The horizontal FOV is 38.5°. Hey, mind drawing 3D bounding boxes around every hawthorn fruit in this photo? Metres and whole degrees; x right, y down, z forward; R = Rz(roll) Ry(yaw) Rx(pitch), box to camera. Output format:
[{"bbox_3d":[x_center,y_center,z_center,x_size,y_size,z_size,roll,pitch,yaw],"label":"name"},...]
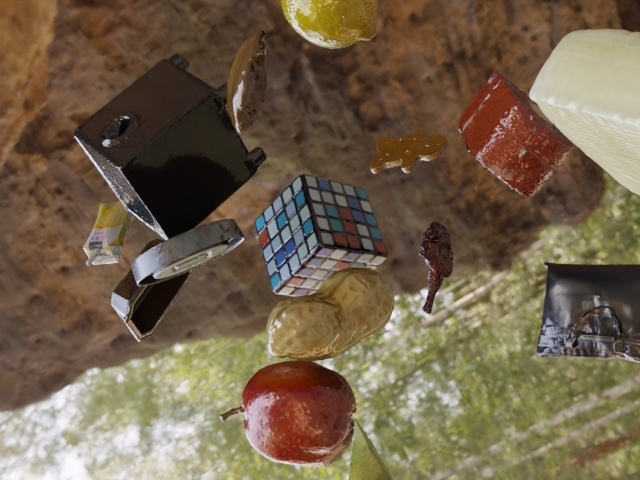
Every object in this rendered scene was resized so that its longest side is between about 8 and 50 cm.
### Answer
[{"bbox_3d":[-0.061,0.317,1.696,0.205,0.253,0.205,5,-90,-88],"label":"hawthorn fruit"}]

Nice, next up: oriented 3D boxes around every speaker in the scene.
[{"bbox_3d":[-0.272,-0.173,1.688,0.184,0.254,0.232,35,161,38],"label":"speaker"}]

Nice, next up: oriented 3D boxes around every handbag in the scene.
[{"bbox_3d":[0.566,0.145,1.850,0.088,0.254,0.211,30,-116,-55],"label":"handbag"}]

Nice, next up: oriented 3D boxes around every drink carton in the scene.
[{"bbox_3d":[-0.485,0.001,2.082,0.074,0.084,0.200,73,-161,-45],"label":"drink carton"}]

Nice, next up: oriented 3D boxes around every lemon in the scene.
[{"bbox_3d":[0.021,-0.439,1.683,0.206,0.173,0.173,44,-158,0],"label":"lemon"}]

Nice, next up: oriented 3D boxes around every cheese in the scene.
[{"bbox_3d":[0.400,-0.122,1.019,0.242,0.124,0.265,39,179,-28],"label":"cheese"}]

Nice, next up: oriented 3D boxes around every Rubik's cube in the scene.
[{"bbox_3d":[0.000,0.000,1.885,0.182,0.184,0.187,12,-131,-37],"label":"Rubik's cube"}]

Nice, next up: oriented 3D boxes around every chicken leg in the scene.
[{"bbox_3d":[0.257,0.059,2.064,0.093,0.053,0.205,-19,-74,-40],"label":"chicken leg"}]

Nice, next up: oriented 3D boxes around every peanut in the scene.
[{"bbox_3d":[0.019,0.133,1.643,0.305,0.147,0.147,-27,-97,-40],"label":"peanut"}]

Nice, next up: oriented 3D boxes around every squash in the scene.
[{"bbox_3d":[0.104,0.623,2.380,0.204,0.155,0.237,59,-179,43],"label":"squash"}]

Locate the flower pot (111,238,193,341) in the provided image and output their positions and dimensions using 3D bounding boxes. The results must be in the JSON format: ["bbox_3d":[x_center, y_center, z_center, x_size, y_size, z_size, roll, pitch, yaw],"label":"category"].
[{"bbox_3d":[-0.410,0.103,2.203,0.084,0.251,0.179,25,157,19],"label":"flower pot"}]

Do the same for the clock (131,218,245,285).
[{"bbox_3d":[-0.244,0.022,1.686,0.042,0.215,0.215,65,-158,6],"label":"clock"}]

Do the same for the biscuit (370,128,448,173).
[{"bbox_3d":[0.222,-0.219,2.274,0.031,0.205,0.138,52,-136,-38],"label":"biscuit"}]

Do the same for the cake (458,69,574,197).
[{"bbox_3d":[0.372,-0.200,1.738,0.177,0.151,0.283,29,-160,-14],"label":"cake"}]

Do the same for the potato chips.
[{"bbox_3d":[-0.114,-0.245,1.402,0.202,0.049,0.150,-84,-2,-56],"label":"potato chips"}]
